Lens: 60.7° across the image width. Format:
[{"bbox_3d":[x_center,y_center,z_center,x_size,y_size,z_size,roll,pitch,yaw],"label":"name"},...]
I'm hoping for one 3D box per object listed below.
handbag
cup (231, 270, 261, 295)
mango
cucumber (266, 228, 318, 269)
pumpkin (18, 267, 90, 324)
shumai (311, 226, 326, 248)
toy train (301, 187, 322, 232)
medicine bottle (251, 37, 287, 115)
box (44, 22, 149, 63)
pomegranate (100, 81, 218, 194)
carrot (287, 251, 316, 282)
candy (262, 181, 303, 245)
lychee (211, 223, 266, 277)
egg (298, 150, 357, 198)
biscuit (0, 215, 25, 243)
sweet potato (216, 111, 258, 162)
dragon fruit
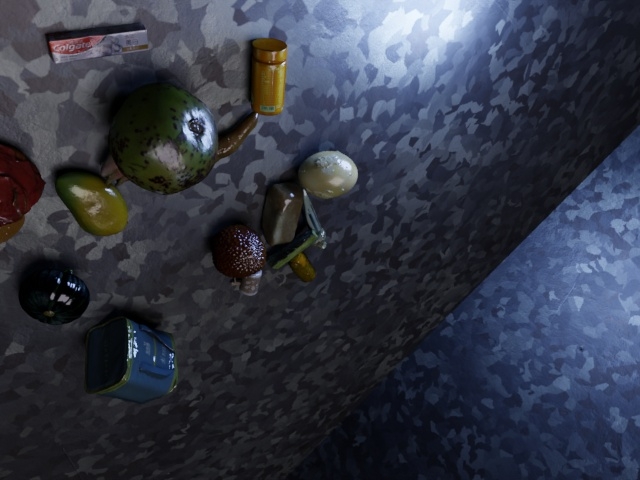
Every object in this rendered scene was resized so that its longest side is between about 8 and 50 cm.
[{"bbox_3d":[-0.632,0.405,1.844,0.222,0.263,0.241,-22,150,19],"label":"handbag"},{"bbox_3d":[-0.274,0.139,2.047,0.074,0.102,0.099,-55,166,-56],"label":"cup"},{"bbox_3d":[-0.613,-0.103,1.490,0.137,0.091,0.237,-34,143,-18],"label":"mango"},{"bbox_3d":[-0.108,0.023,2.040,0.211,0.062,0.078,-39,162,11],"label":"cucumber"},{"bbox_3d":[-0.769,0.163,1.578,0.194,0.150,0.194,-15,127,-20],"label":"pumpkin"},{"bbox_3d":[0.000,0.000,2.112,0.082,0.083,0.080,-19,134,38],"label":"shumai"},{"bbox_3d":[-0.048,-0.111,1.960,0.048,0.055,0.252,-27,149,-2],"label":"toy train"},{"bbox_3d":[-0.144,-0.453,1.522,0.096,0.096,0.192,-18,138,-26],"label":"medicine bottle"},{"bbox_3d":[-0.510,-0.456,1.260,0.218,0.039,0.055,-18,139,-26],"label":"box"},{"bbox_3d":[-0.431,-0.236,1.405,0.341,0.285,0.285,-20,153,31],"label":"pomegranate"},{"bbox_3d":[-0.075,0.100,2.154,0.082,0.082,0.173,-36,150,-5],"label":"carrot"},{"bbox_3d":[-0.134,-0.089,1.893,0.104,0.102,0.234,-11,137,-33],"label":"candy"},{"bbox_3d":[-0.276,0.039,1.846,0.194,0.194,0.194,-23,139,-21],"label":"lychee"},{"bbox_3d":[0.025,-0.223,1.844,0.201,0.164,0.164,-2,133,-8],"label":"egg"},{"bbox_3d":[-0.830,-0.063,1.374,0.170,0.050,0.170,-37,155,-21],"label":"biscuit"},{"bbox_3d":[-0.271,-0.290,1.612,0.274,0.067,0.067,-45,143,-4],"label":"sweet potato"},{"bbox_3d":[-0.786,-0.128,1.225,0.317,0.205,0.152,-16,136,-29],"label":"dragon fruit"}]
